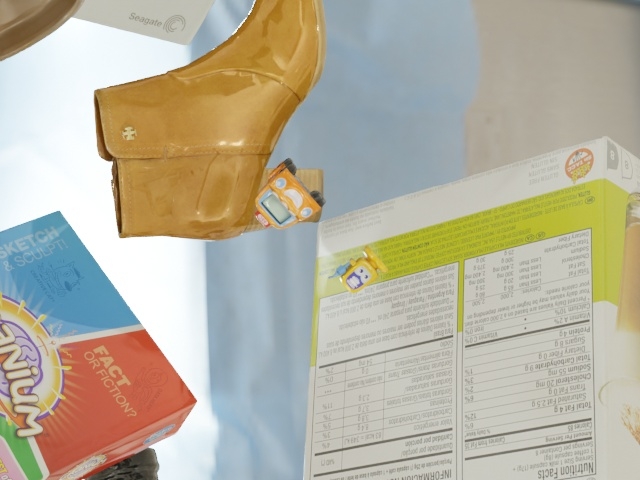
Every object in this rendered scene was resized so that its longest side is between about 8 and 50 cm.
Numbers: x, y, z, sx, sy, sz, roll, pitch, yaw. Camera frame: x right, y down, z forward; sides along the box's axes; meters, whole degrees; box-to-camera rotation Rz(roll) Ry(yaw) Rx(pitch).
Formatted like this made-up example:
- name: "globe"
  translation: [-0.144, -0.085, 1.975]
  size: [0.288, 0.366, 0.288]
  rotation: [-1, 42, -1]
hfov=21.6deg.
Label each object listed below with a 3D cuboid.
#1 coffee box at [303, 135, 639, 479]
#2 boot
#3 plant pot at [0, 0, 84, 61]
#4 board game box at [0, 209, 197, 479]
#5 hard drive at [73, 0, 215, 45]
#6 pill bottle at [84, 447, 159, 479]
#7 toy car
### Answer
- name: "coffee box"
  translation: [0.218, 0.148, 1.617]
  size: [0.338, 0.337, 0.334]
  rotation: [-16, 60, 37]
- name: "boot"
  translation: [-0.107, -0.147, 1.567]
  size: [0.104, 0.211, 0.295]
  rotation: [165, 103, -73]
- name: "plant pot"
  translation: [-0.339, -0.231, 1.507]
  size: [0.237, 0.237, 0.110]
  rotation: [-33, 79, 48]
- name: "board game box"
  translation: [-0.303, 0.124, 1.504]
  size: [0.242, 0.316, 0.064]
  rotation: [52, 137, 15]
- name: "hard drive"
  translation: [-0.146, -0.377, 1.746]
  size: [0.353, 0.233, 0.047]
  rotation: [-56, 51, 22]
- name: "pill bottle"
  translation: [-0.219, 0.369, 2.029]
  size: [0.123, 0.122, 0.219]
  rotation: [-34, 67, 48]
- name: "toy car"
  translation: [0.000, 0.000, 1.055]
  size: [0.040, 0.122, 0.060]
  rotation: [-40, 27, 2]
